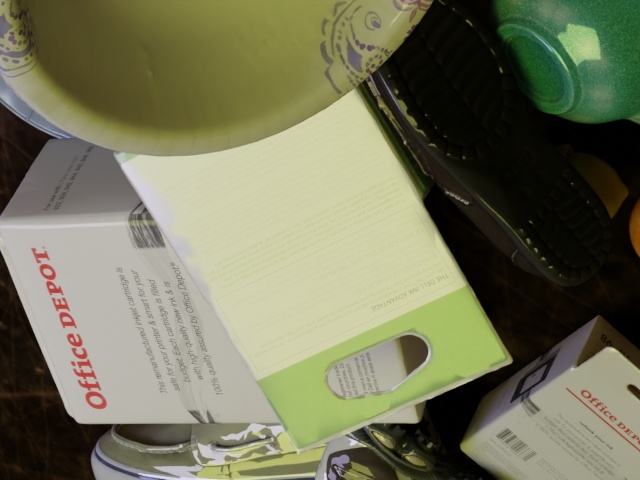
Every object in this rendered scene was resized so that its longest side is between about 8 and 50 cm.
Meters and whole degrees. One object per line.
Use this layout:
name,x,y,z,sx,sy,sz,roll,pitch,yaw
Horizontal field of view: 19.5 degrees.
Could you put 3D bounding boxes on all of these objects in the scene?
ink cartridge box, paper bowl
ink cartridge box,0.197,0.126,1.340,0.104,0.060,0.180,40,136,-7
paper bowl,-0.071,-0.197,0.994,0.148,0.284,0.284,54,152,41
ink cartridge box,0.000,0.000,1.183,0.171,0.056,0.235,-26,104,24
ink cartridge box,-0.066,0.027,1.335,0.272,0.115,0.198,-2,127,19

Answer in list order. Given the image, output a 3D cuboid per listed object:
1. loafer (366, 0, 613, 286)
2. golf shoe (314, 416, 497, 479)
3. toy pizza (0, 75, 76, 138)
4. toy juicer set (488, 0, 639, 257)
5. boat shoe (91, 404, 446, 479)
loafer,0.086,-0.059,1.129,0.220,0.080,0.078,54,157,-13
golf shoe,0.084,0.199,1.387,0.198,0.077,0.094,38,100,-10
toy pizza,-0.177,-0.152,1.328,0.201,0.032,0.201,15,135,16
toy juicer set,0.153,-0.108,1.154,0.329,0.089,0.209,40,154,20
boat shoe,-0.046,0.152,1.486,0.302,0.109,0.094,-3,114,19
